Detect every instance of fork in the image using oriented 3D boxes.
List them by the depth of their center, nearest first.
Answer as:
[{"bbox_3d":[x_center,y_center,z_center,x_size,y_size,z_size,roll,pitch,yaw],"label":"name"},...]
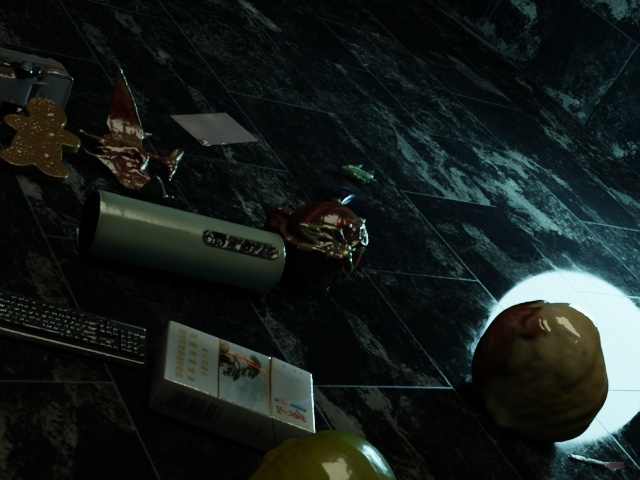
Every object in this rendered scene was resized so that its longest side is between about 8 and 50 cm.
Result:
[{"bbox_3d":[0.488,0.391,1.943,0.115,0.012,0.016,13,26,-21],"label":"fork"}]

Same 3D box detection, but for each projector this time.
[{"bbox_3d":[-0.225,0.005,1.803,0.337,0.108,0.108,14,30,-29],"label":"projector"}]

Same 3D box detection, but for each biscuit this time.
[{"bbox_3d":[-0.488,-0.177,1.915,0.138,0.031,0.205,17,41,-21],"label":"biscuit"}]

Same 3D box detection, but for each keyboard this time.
[{"bbox_3d":[-0.353,0.123,1.549,0.230,0.025,0.093,17,31,-24],"label":"keyboard"}]

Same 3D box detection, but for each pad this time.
[{"bbox_3d":[-0.227,-0.243,2.368,0.113,0.006,0.188,41,27,24],"label":"pad"}]

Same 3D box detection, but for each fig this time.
[{"bbox_3d":[0.010,0.343,1.329,0.230,0.207,0.207,48,21,-16],"label":"fig"}]

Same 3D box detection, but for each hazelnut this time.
[{"bbox_3d":[0.382,0.231,1.925,0.261,0.261,0.241,38,59,17],"label":"hazelnut"}]

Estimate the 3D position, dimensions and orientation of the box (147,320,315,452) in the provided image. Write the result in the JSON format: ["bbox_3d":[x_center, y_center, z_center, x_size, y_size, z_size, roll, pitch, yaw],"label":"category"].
[{"bbox_3d":[-0.124,0.215,1.567,0.233,0.067,0.149,23,27,-15],"label":"box"}]

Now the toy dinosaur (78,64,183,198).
[{"bbox_3d":[-0.338,-0.179,2.016,0.206,0.113,0.327,25,28,-8],"label":"toy dinosaur"}]

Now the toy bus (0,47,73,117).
[{"bbox_3d":[-0.614,-0.303,1.966,0.317,0.112,0.138,12,27,-35],"label":"toy bus"}]

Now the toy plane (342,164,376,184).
[{"bbox_3d":[0.085,-0.151,2.491,0.083,0.033,0.080,12,31,-18],"label":"toy plane"}]

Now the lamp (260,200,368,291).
[{"bbox_3d":[0.007,-0.009,2.015,0.215,0.151,0.223,11,29,-41],"label":"lamp"}]

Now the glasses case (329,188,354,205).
[{"bbox_3d":[0.047,-0.095,2.359,0.033,0.023,0.083,36,26,11],"label":"glasses case"}]
